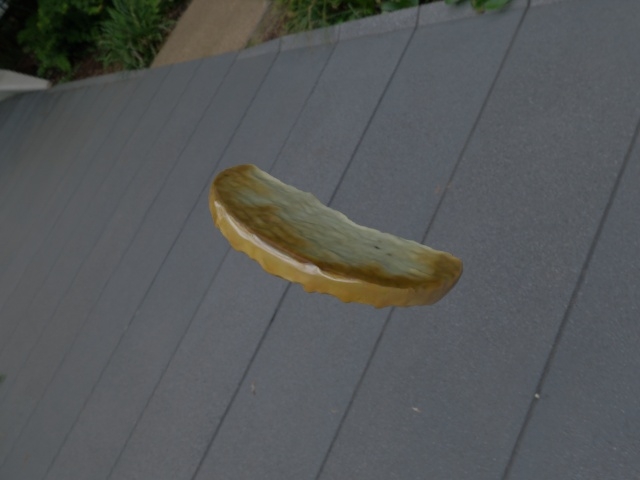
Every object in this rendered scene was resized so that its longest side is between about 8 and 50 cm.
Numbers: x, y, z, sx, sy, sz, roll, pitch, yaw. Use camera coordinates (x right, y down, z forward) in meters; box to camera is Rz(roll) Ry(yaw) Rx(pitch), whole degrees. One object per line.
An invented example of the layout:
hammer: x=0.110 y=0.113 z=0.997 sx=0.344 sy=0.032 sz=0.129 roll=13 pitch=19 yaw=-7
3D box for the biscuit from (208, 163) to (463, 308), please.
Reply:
biscuit: x=0.000 y=0.000 z=0.562 sx=0.308 sy=0.204 sz=0.040 roll=25 pitch=113 yaw=13
